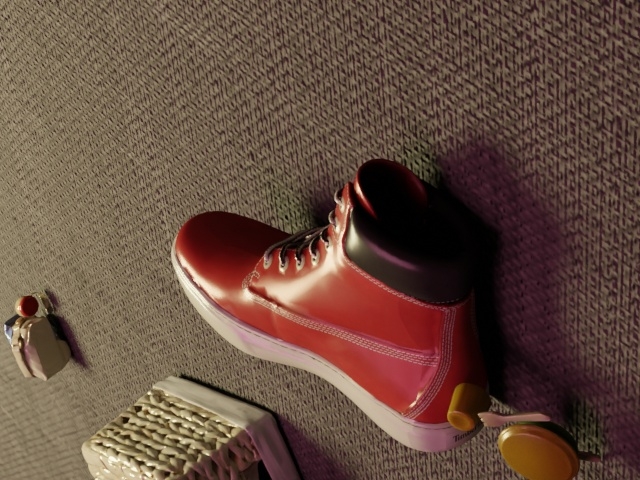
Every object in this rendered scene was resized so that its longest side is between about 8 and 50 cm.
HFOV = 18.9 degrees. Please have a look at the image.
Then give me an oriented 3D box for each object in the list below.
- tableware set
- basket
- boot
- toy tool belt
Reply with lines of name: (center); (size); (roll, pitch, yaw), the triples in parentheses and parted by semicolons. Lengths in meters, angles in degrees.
tableware set: (0.118, 0.142, 1.113); (0.104, 0.024, 0.154); (-4, 131, 36)
basket: (-0.099, 0.189, 1.508); (0.167, 0.103, 0.113); (12, 129, 56)
boot: (0.000, 0.000, 1.147); (0.244, 0.088, 0.176); (29, 142, 34)
toy tool belt: (-0.268, 0.087, 1.769); (0.051, 0.052, 0.083); (6, 123, 50)
